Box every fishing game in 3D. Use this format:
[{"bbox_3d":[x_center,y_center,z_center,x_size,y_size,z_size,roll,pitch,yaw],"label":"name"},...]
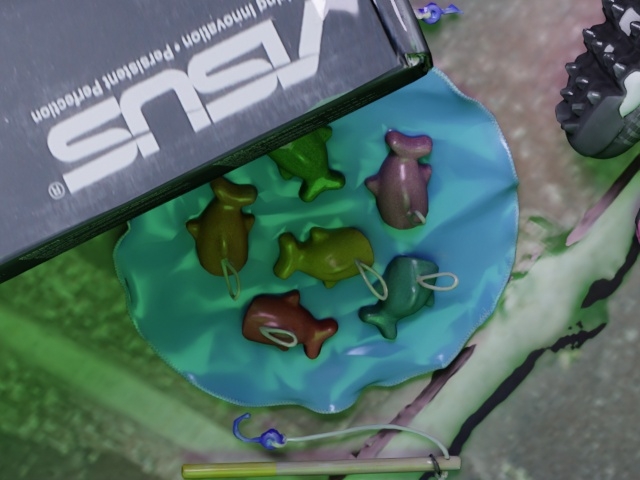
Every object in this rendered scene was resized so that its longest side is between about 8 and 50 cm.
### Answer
[{"bbox_3d":[0.000,0.000,0.791,0.189,0.041,0.264,3,115,-11],"label":"fishing game"}]

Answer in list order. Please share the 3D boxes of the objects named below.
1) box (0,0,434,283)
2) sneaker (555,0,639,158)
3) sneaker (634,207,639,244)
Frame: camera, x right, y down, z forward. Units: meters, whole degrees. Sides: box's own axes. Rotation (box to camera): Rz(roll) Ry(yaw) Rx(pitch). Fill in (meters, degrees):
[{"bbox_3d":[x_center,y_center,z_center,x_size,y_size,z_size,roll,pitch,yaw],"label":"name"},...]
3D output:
[{"bbox_3d":[-0.203,-0.115,0.613,0.394,0.097,0.318,-25,91,5],"label":"box"},{"bbox_3d":[0.201,-0.109,0.739,0.106,0.078,0.234,36,105,-19],"label":"sneaker"},{"bbox_3d":[0.224,0.036,0.814,0.178,0.077,0.072,22,113,-17],"label":"sneaker"}]
